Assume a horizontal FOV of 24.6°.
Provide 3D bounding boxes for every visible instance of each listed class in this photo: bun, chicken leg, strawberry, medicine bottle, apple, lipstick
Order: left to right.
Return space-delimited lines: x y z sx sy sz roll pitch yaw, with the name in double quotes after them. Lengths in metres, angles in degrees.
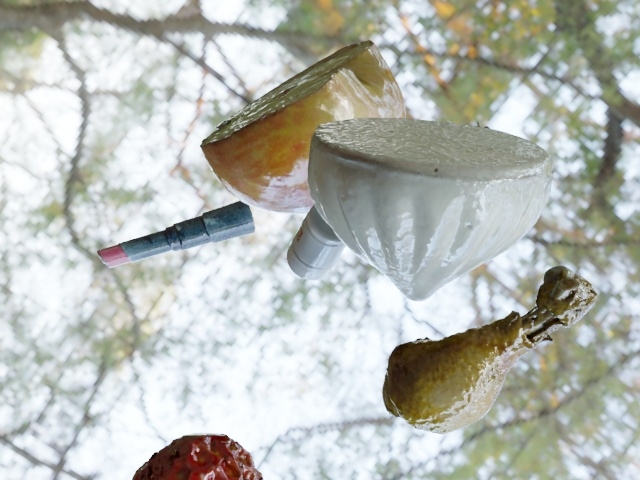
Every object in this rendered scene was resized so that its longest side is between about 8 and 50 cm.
-0.214 -0.006 2.161 0.234 0.053 0.053 -16 -166 -16 "lipstick"
-0.143 0.308 1.682 0.234 0.234 0.178 -4 -98 63 "strawberry"
-0.010 -0.125 1.895 0.251 0.163 0.293 -26 -170 24 "apple"
0.000 0.000 1.656 0.089 0.057 0.057 120 -8 -52 "medicine bottle"
0.110 -0.025 1.542 0.263 0.263 0.175 -134 -133 -69 "bun"
0.176 0.115 1.532 0.251 0.107 0.087 -36 -155 11 "chicken leg"
